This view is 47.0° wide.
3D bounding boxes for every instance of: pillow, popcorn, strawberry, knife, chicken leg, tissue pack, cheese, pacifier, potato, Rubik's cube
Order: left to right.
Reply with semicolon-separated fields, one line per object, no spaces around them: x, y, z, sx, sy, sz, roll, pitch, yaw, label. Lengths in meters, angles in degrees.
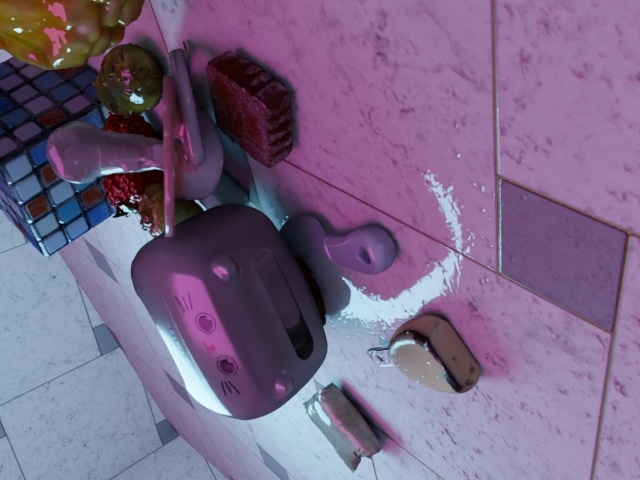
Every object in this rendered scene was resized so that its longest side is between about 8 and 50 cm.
-0.409;-0.418;0.954;0.389;0.354;0.344;13;132;-13;popcorn
-0.574;-0.199;1.555;0.292;0.287;0.293;37;151;28;Rubik's cube
-0.338;-0.273;1.285;0.117;0.090;0.225;58;154;-13;potato
-0.327;-0.156;1.407;0.097;0.174;0.228;-16;76;37;strawberry
-0.255;-0.135;1.127;0.220;0.273;0.332;55;178;-16;pacifier
-0.231;-0.021;1.363;0.251;0.107;0.087;33;180;-40;chicken leg
-0.132;0.114;1.193;0.235;0.229;0.333;-7;113;46;tissue pack
0.000;-0.002;1.130;0.331;0.044;0.080;8;124;58;knife
0.047;0.380;1.525;0.181;0.077;0.134;49;152;14;pillow
0.136;0.177;1.126;0.127;0.054;0.251;55;156;-7;cheese

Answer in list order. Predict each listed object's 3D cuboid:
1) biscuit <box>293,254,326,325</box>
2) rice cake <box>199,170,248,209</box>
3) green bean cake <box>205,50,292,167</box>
-0.056;0.088;1.341;0.192;0.049;0.192;42;149;33;biscuit
-0.208;-0.110;1.314;0.206;0.063;0.069;43;151;17;rice cake
-0.096;-0.184;1.031;0.135;0.056;0.135;39;151;25;green bean cake
